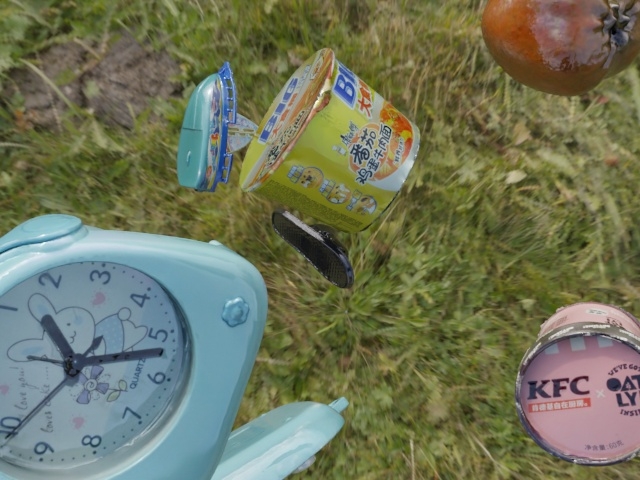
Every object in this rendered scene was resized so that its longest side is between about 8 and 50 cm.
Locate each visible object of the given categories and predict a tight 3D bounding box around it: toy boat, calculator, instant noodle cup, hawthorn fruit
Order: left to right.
[{"bbox_3d":[-0.140,0.224,0.747,0.386,0.256,0.054,-30,88,-13],"label":"calculator"},{"bbox_3d":[-0.127,-0.149,1.325,0.110,0.091,0.175,3,97,-39],"label":"toy boat"},{"bbox_3d":[0.014,-0.107,1.201,0.153,0.205,0.205,32,87,-17],"label":"instant noodle cup"},{"bbox_3d":[0.295,-0.284,1.300,0.199,0.251,0.199,-7,102,-34],"label":"hawthorn fruit"}]

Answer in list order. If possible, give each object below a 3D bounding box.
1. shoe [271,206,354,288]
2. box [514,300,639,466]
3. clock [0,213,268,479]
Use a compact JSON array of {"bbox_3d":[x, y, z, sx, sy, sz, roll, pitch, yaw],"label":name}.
[{"bbox_3d":[0.000,0.000,1.344,0.159,0.062,0.053,37,48,28],"label":"shoe"},{"bbox_3d":[0.286,0.141,1.050,0.151,0.135,0.151,5,108,15],"label":"box"},{"bbox_3d":[-0.097,0.041,0.358,0.147,0.045,0.108,16,97,-32],"label":"clock"}]
